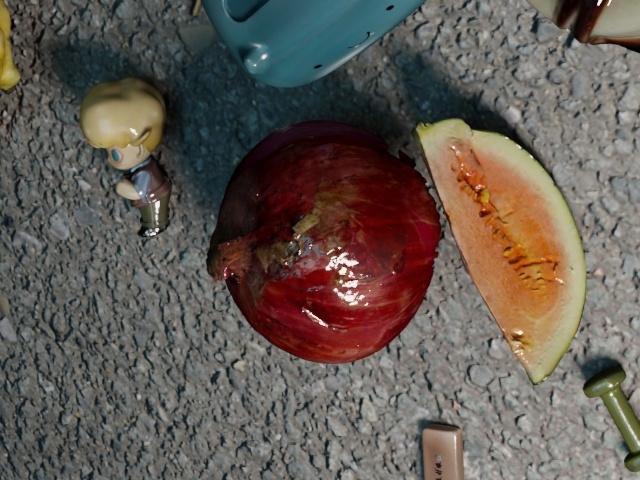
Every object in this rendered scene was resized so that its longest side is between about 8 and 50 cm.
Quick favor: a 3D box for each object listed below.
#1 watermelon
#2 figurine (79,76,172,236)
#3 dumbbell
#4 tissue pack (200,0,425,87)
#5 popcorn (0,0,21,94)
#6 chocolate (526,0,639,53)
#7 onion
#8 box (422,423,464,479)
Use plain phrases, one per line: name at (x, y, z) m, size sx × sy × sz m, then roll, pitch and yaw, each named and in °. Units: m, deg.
watermelon at (0.213, -0.006, 1.936) m, size 0.128 × 0.159 × 0.303 m, roll -24°, pitch 89°, yaw 6°
figurine at (-0.232, -0.104, 2.183) m, size 0.108 × 0.114 × 0.196 m, roll -5°, pitch 118°, yaw 8°
dumbbell at (0.338, 0.199, 1.980) m, size 0.052 × 0.046 × 0.118 m, roll -29°, pitch 92°, yaw 30°
tissue pack at (0.005, -0.296, 1.901) m, size 0.287 × 0.206 × 0.198 m, roll -34°, pitch 88°, yaw 34°
popcorn at (-0.556, -0.233, 2.179) m, size 0.349 × 0.382 × 0.349 m, roll 13°, pitch 109°, yaw 44°
chocolate at (0.283, -0.308, 1.741) m, size 0.284 × 0.186 × 0.283 m, roll 11°, pitch 114°, yaw 27°
onion at (0.000, 0.000, 1.975) m, size 0.276 × 0.276 × 0.276 m, roll 11°, pitch 113°, yaw 27°
box at (0.148, 0.276, 2.136) m, size 0.048 × 0.025 × 0.115 m, roll 8°, pitch 112°, yaw 30°
